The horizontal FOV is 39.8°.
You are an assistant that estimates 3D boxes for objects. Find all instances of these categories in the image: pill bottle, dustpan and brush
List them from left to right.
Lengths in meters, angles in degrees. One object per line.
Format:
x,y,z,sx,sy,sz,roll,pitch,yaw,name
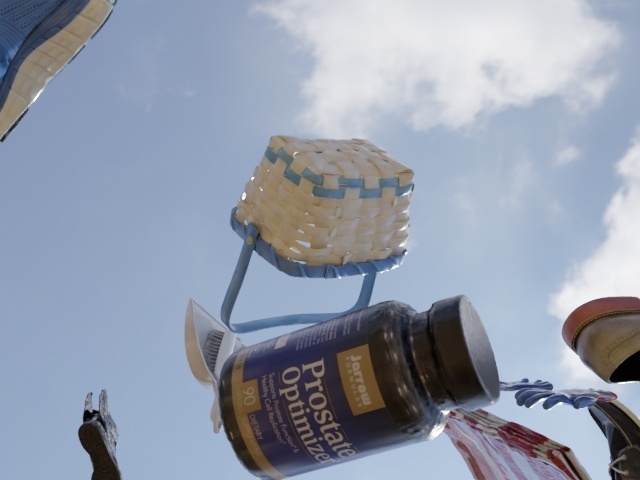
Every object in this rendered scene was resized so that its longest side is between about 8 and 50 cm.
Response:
-0.157,0.201,1.344,0.060,0.211,0.147,-17,-45,30,dustpan and brush
0.034,0.122,0.756,0.219,0.123,0.122,-21,-83,20,pill bottle

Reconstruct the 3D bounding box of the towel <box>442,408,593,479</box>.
0.291,0.338,1.269,0.037,0.329,0.237,-43,-70,-16,towel

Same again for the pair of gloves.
0.296,0.211,1.219,0.198,0.159,0.023,-1,-95,52,pair of gloves

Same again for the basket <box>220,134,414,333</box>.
0.000,0.000,1.261,0.201,0.255,0.288,37,-61,44,basket

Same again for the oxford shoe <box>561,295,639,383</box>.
0.519,0.147,1.228,0.348,0.130,0.123,-7,-54,-9,oxford shoe

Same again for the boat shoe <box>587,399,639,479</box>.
0.455,0.326,1.276,0.079,0.084,0.233,-24,-117,-11,boat shoe

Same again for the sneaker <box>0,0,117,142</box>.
-0.355,-0.187,0.900,0.147,0.129,0.330,39,-79,-25,sneaker

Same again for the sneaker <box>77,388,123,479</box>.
-0.348,0.333,1.428,0.051,0.089,0.170,-16,-83,4,sneaker
